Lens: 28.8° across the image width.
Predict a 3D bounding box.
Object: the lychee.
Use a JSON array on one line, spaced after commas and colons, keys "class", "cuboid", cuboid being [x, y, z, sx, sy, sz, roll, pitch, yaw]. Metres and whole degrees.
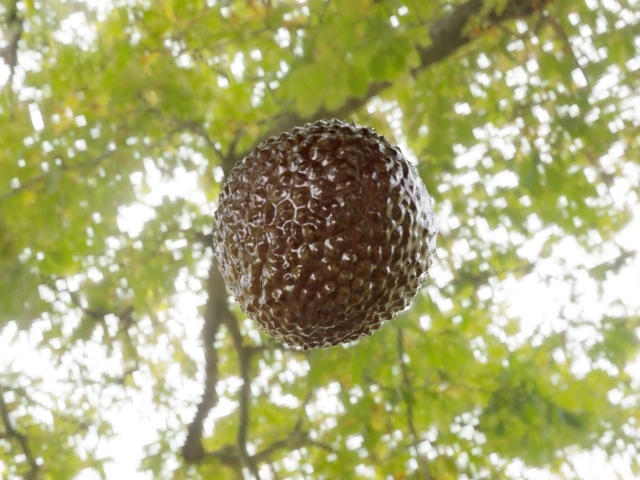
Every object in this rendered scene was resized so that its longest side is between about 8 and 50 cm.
[{"class": "lychee", "cuboid": [0.004, -0.005, 1.012, 0.194, 0.194, 0.194, -18, -21, -7]}]
